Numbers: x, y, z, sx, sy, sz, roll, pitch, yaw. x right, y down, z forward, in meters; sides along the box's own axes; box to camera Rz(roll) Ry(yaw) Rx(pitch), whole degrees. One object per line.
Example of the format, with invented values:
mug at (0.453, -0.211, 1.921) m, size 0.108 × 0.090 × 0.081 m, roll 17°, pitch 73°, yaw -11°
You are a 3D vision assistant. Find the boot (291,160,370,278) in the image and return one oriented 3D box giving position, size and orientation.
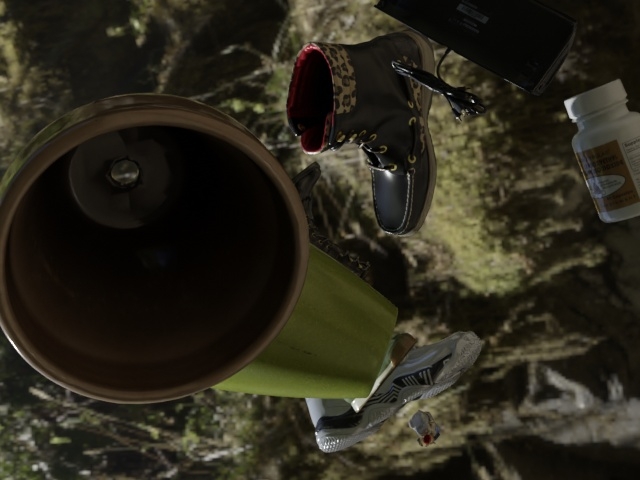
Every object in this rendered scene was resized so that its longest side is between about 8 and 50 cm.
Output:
boot at (0.000, 0.000, 1.986) m, size 0.263 × 0.229 × 0.091 m, roll -59°, pitch -4°, yaw 12°

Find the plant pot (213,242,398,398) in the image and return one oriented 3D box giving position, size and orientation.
plant pot at (-0.050, 0.113, 1.409) m, size 0.275 × 0.293 × 0.274 m, roll 20°, pitch -90°, yaw -88°

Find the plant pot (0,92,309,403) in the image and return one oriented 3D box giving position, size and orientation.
plant pot at (-0.162, -0.023, 0.888) m, size 0.263 × 0.263 × 0.229 m, roll 66°, pitch 175°, yaw -28°

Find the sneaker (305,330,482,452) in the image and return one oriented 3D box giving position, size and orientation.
sneaker at (0.111, 0.227, 1.878) m, size 0.210 × 0.366 × 0.137 m, roll 59°, pitch -170°, yaw 19°

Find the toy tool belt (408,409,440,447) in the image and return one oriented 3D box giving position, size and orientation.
toy tool belt at (0.213, 0.374, 1.942) m, size 0.051 × 0.052 × 0.083 m, roll 30°, pitch -160°, yaw -34°

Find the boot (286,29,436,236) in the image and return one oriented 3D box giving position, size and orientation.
boot at (0.076, -0.180, 1.739) m, size 0.284 × 0.138 × 0.377 m, roll -11°, pitch -70°, yaw -46°

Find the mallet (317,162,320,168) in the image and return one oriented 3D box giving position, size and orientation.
mallet at (-0.035, -0.124, 2.268) m, size 0.039 × 0.190 × 0.062 m, roll -21°, pitch -94°, yaw -26°

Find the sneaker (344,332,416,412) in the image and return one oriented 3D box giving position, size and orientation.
sneaker at (0.074, 0.197, 1.603) m, size 0.086 × 0.192 × 0.064 m, roll 41°, pitch -139°, yaw 10°

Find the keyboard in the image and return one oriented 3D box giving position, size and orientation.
keyboard at (0.202, -0.291, 1.437) m, size 0.201 × 0.317 × 0.033 m, roll -54°, pitch -34°, yaw 3°

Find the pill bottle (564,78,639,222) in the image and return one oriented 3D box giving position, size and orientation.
pill bottle at (0.516, -0.158, 1.734) m, size 0.131 × 0.131 × 0.229 m, roll -28°, pitch -83°, yaw -62°
